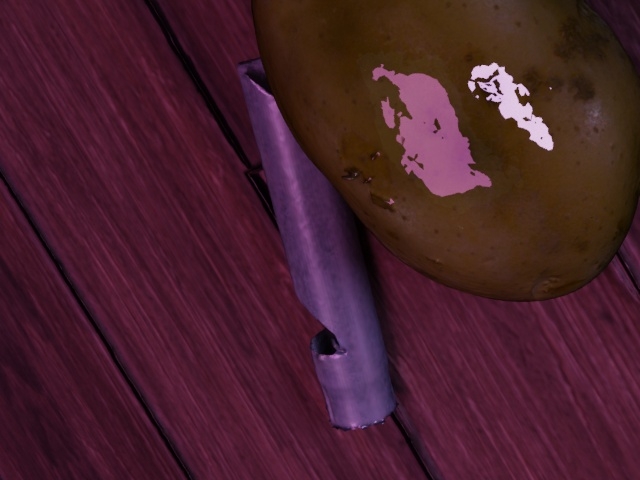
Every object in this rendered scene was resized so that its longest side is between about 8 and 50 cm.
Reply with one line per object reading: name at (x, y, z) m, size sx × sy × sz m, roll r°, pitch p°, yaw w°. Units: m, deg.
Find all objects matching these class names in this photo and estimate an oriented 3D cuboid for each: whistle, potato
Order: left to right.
whistle at (0.000, 0.000, 1.413) m, size 0.062 × 0.062 × 0.312 m, roll 6°, pitch 120°, yaw 38°
potato at (0.083, -0.098, 1.177) m, size 0.304 × 0.216 × 0.216 m, roll 54°, pitch 138°, yaw 12°
